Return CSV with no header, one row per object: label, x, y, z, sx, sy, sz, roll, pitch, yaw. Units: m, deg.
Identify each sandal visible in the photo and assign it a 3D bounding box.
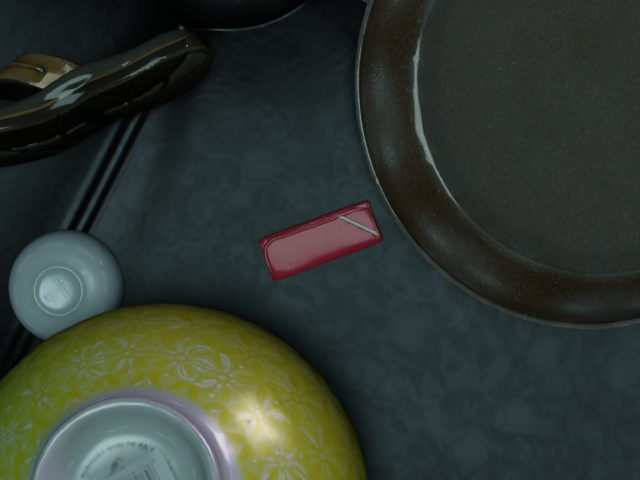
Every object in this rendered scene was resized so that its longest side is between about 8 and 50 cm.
sandal,-0.183,-0.104,1.098,0.219,0.090,0.060,-24,76,7

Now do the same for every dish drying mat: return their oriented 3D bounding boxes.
dish drying mat,0.000,0.000,1.129,0.083,0.008,0.032,-20,94,5

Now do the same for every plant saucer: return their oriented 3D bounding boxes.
plant saucer,0.169,-0.099,1.041,0.310,0.050,0.311,6,103,29

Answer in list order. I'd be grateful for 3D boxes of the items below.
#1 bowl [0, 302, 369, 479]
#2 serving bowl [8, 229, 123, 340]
bowl,-0.110,0.169,1.018,0.289,0.156,0.289,-1,75,3
serving bowl,-0.184,0.035,1.135,0.083,0.027,0.083,0,95,5
